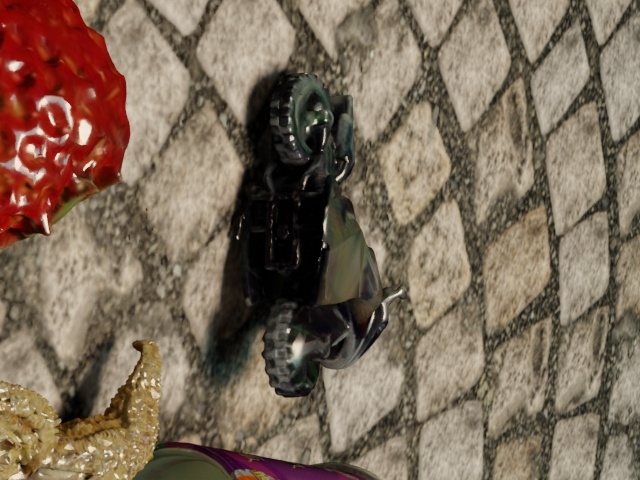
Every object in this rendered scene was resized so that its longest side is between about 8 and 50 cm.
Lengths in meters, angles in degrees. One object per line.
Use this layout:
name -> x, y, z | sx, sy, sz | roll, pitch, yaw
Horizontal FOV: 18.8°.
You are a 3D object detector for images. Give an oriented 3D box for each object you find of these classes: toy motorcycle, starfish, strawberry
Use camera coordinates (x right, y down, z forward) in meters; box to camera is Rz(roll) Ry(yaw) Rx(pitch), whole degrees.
toy motorcycle -> 0.000, 0.000, 1.628 | 0.159, 0.106, 0.270 | 18, 73, -60
starfish -> -0.238, 0.184, 1.348 | 0.293, 0.084, 0.301 | 25, 74, -51
strawberry -> -0.236, -0.114, 1.214 | 0.205, 0.205, 0.244 | -34, 104, -47

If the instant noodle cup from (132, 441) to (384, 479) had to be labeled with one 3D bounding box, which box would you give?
instant noodle cup -> -0.066, 0.272, 1.501 | 0.190, 0.251, 0.251 | 26, 77, -45
